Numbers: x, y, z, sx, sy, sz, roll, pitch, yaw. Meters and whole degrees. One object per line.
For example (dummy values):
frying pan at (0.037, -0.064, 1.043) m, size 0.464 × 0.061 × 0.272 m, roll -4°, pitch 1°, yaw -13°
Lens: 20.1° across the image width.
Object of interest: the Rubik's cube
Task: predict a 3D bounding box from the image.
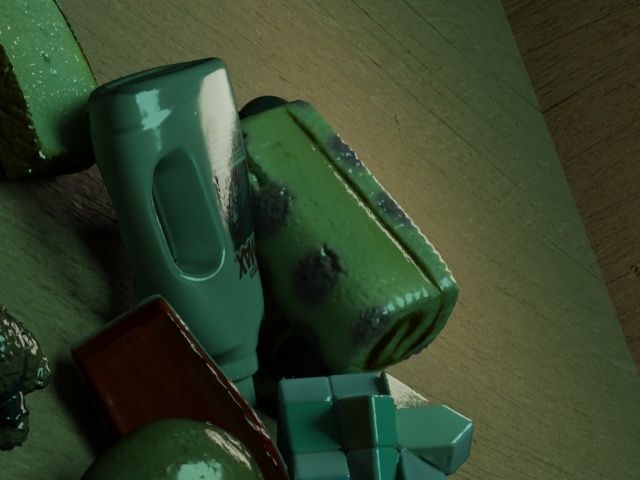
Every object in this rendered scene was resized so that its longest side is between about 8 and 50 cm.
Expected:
Rubik's cube at (0.061, 0.256, 2.034) m, size 0.224 × 0.213 × 0.265 m, roll -102°, pitch -170°, yaw -53°

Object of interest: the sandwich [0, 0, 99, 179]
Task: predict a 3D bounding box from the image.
sandwich at (-0.334, -0.189, 1.983) m, size 0.251 × 0.087 × 0.226 m, roll 65°, pitch 20°, yaw 3°

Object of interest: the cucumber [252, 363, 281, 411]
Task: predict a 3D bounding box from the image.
cucumber at (-0.048, 0.196, 2.216) m, size 0.067 × 0.035 × 0.107 m, roll 41°, pitch 0°, yaw 43°

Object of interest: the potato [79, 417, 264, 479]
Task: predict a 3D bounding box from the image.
potato at (-0.148, 0.266, 1.731) m, size 0.235 × 0.160 × 0.178 m, roll -31°, pitch 86°, yaw -40°

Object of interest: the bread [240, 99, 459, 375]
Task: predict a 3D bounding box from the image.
bread at (0.000, 0.000, 2.170) m, size 0.187 × 0.155 × 0.338 m, roll -21°, pitch 61°, yaw -42°

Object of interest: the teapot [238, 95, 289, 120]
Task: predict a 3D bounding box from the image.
teapot at (-0.093, -0.139, 2.442) m, size 0.165 × 0.130 × 0.119 m, roll 36°, pitch 26°, yaw 29°

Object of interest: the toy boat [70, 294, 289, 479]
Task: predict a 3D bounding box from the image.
toy boat at (-0.130, 0.219, 1.893) m, size 0.332 × 0.145 × 0.133 m, roll 58°, pitch -6°, yaw -10°

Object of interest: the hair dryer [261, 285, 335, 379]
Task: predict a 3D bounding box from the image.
hair dryer at (-0.056, 0.051, 2.327) m, size 0.298 × 0.119 × 0.296 m, roll 50°, pitch 14°, yaw 6°

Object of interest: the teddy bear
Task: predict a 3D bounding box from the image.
teddy bear at (-0.320, 0.107, 1.596) m, size 0.182 × 0.129 × 0.251 m, roll 65°, pitch 22°, yaw 4°

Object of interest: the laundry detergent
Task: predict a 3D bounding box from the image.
laundry detergent at (-0.148, 0.008, 2.018) m, size 0.264 × 0.124 × 0.398 m, roll -39°, pitch 120°, yaw -70°
